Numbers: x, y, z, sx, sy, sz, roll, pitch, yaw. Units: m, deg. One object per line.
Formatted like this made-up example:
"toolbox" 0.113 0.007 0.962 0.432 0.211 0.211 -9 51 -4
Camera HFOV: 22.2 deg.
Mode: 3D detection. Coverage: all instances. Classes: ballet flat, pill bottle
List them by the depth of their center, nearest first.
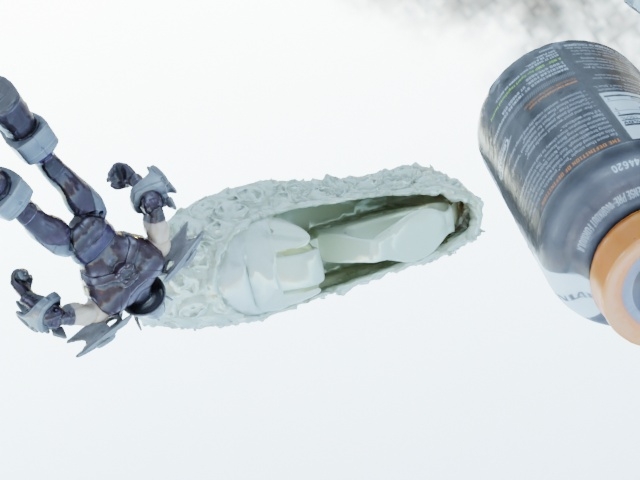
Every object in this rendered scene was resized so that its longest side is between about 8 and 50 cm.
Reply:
"pill bottle" 0.192 -0.029 1.073 0.130 0.130 0.245 -35 -151 11
"ballet flat" 0.000 0.000 1.690 0.409 0.147 0.147 -17 -166 -29

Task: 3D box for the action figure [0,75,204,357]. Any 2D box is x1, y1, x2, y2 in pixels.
"action figure" -0.218 -0.015 1.457 0.099 0.285 0.185 18 -116 46

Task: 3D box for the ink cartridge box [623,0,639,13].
"ink cartridge box" 0.358 -0.272 1.071 0.307 0.223 0.129 -33 -124 -21
